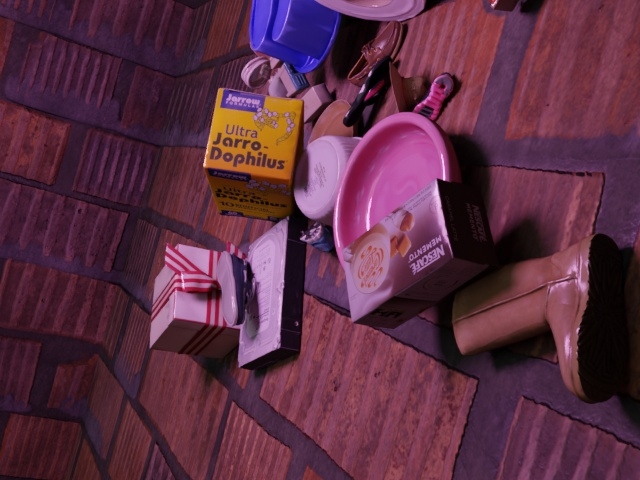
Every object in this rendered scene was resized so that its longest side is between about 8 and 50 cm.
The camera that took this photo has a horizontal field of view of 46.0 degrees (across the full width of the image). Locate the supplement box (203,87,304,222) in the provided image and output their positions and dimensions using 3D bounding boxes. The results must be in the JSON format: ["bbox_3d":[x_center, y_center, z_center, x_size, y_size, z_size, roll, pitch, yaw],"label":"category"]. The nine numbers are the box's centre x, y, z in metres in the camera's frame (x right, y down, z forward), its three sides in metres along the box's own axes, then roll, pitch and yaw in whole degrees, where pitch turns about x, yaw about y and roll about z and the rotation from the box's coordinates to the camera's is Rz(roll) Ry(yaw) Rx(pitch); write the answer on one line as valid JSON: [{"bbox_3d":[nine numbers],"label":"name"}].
[{"bbox_3d":[-0.147,-0.186,1.788,0.356,0.194,0.195,94,-176,-75],"label":"supplement box"}]

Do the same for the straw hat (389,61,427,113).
[{"bbox_3d":[0.183,-0.296,1.500,0.061,0.144,0.144,-13,55,14],"label":"straw hat"}]

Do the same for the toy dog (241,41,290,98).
[{"bbox_3d":[-0.104,-0.567,2.081,0.161,0.220,0.333,48,113,37],"label":"toy dog"}]

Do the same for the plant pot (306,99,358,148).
[{"bbox_3d":[0.028,-0.219,1.802,0.236,0.032,0.236,-41,41,50],"label":"plant pot"}]

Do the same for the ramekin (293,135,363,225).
[{"bbox_3d":[0.032,-0.128,1.618,0.207,0.109,0.207,-16,70,51],"label":"ramekin"}]

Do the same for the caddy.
[{"bbox_3d":[-0.039,-0.577,1.801,0.241,0.179,0.341,3,86,61],"label":"caddy"}]

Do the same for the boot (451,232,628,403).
[{"bbox_3d":[0.290,0.126,1.047,0.269,0.089,0.236,-29,38,54],"label":"boot"}]

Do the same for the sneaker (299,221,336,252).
[{"bbox_3d":[0.000,0.000,1.699,0.063,0.073,0.162,-47,9,4],"label":"sneaker"}]

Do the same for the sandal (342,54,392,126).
[{"bbox_3d":[0.114,-0.322,1.663,0.040,0.067,0.179,36,103,22],"label":"sandal"}]

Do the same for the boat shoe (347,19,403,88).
[{"bbox_3d":[0.123,-0.415,1.688,0.178,0.060,0.064,-56,32,33],"label":"boat shoe"}]

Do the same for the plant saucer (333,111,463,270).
[{"bbox_3d":[0.148,-0.066,1.393,0.332,0.084,0.332,-25,59,52],"label":"plant saucer"}]

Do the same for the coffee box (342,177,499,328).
[{"bbox_3d":[0.149,0.028,1.192,0.246,0.098,0.141,-38,50,45],"label":"coffee box"}]

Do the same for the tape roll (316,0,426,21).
[{"bbox_3d":[0.093,-0.565,1.578,0.286,0.286,0.100,1,76,63],"label":"tape roll"}]

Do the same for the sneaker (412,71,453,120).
[{"bbox_3d":[0.219,-0.276,1.457,0.119,0.047,0.057,-53,12,36],"label":"sneaker"}]

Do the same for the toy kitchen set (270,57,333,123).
[{"bbox_3d":[-0.008,-0.436,1.955,0.207,0.166,0.122,63,149,3],"label":"toy kitchen set"}]

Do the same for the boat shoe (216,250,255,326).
[{"bbox_3d":[-0.206,0.123,1.882,0.095,0.079,0.254,-65,25,24],"label":"boat shoe"}]

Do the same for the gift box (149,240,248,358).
[{"bbox_3d":[-0.326,0.147,2.051,0.258,0.255,0.276,-43,46,50],"label":"gift box"}]

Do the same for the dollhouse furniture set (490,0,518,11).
[{"bbox_3d":[0.258,-0.525,1.295,0.259,0.262,0.135,47,126,24],"label":"dollhouse furniture set"}]

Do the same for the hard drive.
[{"bbox_3d":[-0.121,0.134,1.870,0.237,0.064,0.339,-33,49,54],"label":"hard drive"}]
